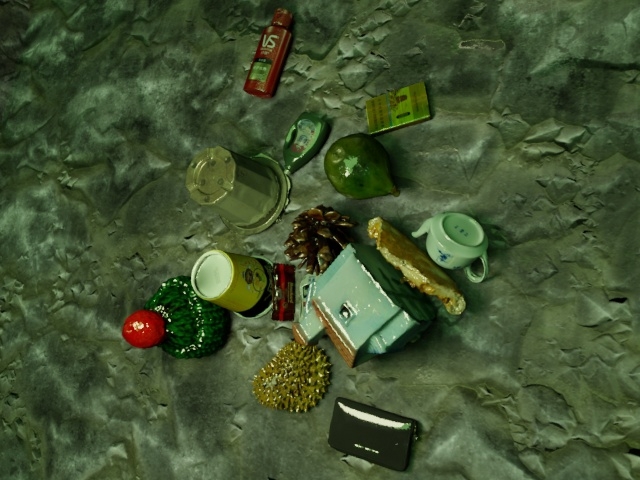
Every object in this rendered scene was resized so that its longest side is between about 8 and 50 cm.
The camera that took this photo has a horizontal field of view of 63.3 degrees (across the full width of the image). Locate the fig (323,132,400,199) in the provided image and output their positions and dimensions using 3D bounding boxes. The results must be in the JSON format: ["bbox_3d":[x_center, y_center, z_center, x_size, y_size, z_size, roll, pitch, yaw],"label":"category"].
[{"bbox_3d":[0.132,-0.204,1.510,0.245,0.195,0.195,34,94,37],"label":"fig"}]

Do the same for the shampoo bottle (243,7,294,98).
[{"bbox_3d":[-0.174,-0.658,1.832,0.118,0.076,0.314,16,85,31],"label":"shampoo bottle"}]

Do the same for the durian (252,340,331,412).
[{"bbox_3d":[-0.087,0.401,1.509,0.250,0.138,0.183,-45,54,3],"label":"durian"}]

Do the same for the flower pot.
[{"bbox_3d":[-0.281,-0.177,1.665,0.291,0.259,0.290,-6,76,26],"label":"flower pot"}]

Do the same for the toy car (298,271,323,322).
[{"bbox_3d":[-0.022,0.195,1.565,0.095,0.056,0.204,-6,76,26],"label":"toy car"}]

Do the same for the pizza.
[{"bbox_3d":[0.243,0.062,1.394,0.365,0.182,0.073,44,116,22],"label":"pizza"}]

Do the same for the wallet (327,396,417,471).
[{"bbox_3d":[0.139,0.529,1.414,0.250,0.044,0.149,10,86,27],"label":"wallet"}]

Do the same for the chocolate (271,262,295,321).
[{"bbox_3d":[-0.114,0.160,1.609,0.028,0.086,0.182,-27,58,57],"label":"chocolate"}]

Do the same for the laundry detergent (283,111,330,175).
[{"bbox_3d":[-0.066,-0.313,1.706,0.137,0.063,0.210,34,96,29],"label":"laundry detergent"}]

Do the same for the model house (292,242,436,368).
[{"bbox_3d":[0.098,0.211,1.413,0.329,0.252,0.295,-47,64,17],"label":"model house"}]

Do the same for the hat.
[{"bbox_3d":[-0.462,0.240,1.607,0.274,0.332,0.242,33,101,25],"label":"hat"}]

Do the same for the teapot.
[{"bbox_3d":[0.354,0.018,1.387,0.232,0.159,0.159,41,97,19],"label":"teapot"}]

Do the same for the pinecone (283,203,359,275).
[{"bbox_3d":[-0.001,0.003,1.511,0.203,0.229,0.201,30,79,8],"label":"pinecone"}]

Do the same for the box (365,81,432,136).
[{"bbox_3d":[0.237,-0.402,1.596,0.193,0.030,0.121,-12,73,23],"label":"box"}]

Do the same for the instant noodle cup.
[{"bbox_3d":[-0.269,0.125,1.602,0.216,0.236,0.215,-8,72,25],"label":"instant noodle cup"}]
